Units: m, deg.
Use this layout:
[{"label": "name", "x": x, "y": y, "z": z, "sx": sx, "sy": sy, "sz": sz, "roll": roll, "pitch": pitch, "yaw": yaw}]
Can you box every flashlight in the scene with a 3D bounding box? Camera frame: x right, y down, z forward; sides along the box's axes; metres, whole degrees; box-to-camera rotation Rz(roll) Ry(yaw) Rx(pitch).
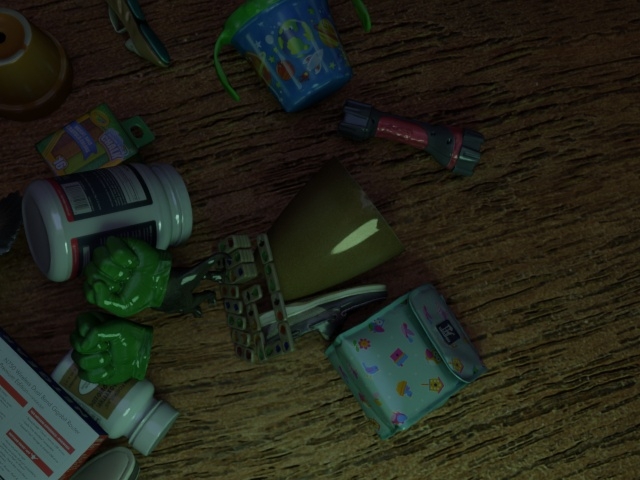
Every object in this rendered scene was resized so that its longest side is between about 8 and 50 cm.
[{"label": "flashlight", "x": 0.189, "y": -0.220, "z": 1.752, "sx": 0.304, "sy": 0.103, "sz": 0.103, "roll": 14, "pitch": 78, "yaw": -2}]

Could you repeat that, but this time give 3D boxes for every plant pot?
[{"label": "plant pot", "x": -0.629, "y": -0.373, "z": 1.681, "sx": 0.205, "sy": 0.188, "sz": 0.205, "roll": 1, "pitch": 76, "yaw": -4}, {"label": "plant pot", "x": 0.000, "y": 0.000, "z": 1.638, "sx": 0.254, "sy": 0.237, "sz": 0.237, "roll": -37, "pitch": 81, "yaw": 4}]

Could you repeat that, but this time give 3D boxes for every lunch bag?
[{"label": "lunch bag", "x": 0.179, "y": 0.227, "z": 1.614, "sx": 0.262, "sy": 0.160, "sz": 0.223, "roll": -28, "pitch": 76, "yaw": -22}]

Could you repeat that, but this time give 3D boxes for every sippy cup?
[{"label": "sippy cup", "x": -0.052, "y": -0.400, "z": 1.727, "sx": 0.305, "sy": 0.240, "sz": 0.224, "roll": -30, "pitch": 91, "yaw": 28}]

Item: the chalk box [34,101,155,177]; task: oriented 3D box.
[{"label": "chalk box", "x": -0.443, "y": -0.180, "z": 1.676, "sx": 0.213, "sy": 0.132, "sz": 0.132, "roll": -36, "pitch": 81, "yaw": -11}]

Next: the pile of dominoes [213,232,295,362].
[{"label": "pile of dominoes", "x": -0.148, "y": 0.116, "z": 1.599, "sx": 0.040, "sy": 0.196, "sz": 0.251, "roll": -4, "pitch": 74, "yaw": -40}]

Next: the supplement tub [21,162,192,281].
[{"label": "supplement tub", "x": -0.400, "y": -0.041, "z": 1.548, "sx": 0.272, "sy": 0.191, "sz": 0.191, "roll": -15, "pitch": 77, "yaw": -33}]

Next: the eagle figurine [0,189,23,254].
[{"label": "eagle figurine", "x": -0.710, "y": 0.036, "z": 1.560, "sx": 0.225, "sy": 0.226, "sz": 0.298, "roll": 29, "pitch": 110, "yaw": 38}]

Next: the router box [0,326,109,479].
[{"label": "router box", "x": -0.600, "y": 0.341, "z": 1.445, "sx": 0.335, "sy": 0.082, "sz": 0.301, "roll": 43, "pitch": 79, "yaw": 7}]

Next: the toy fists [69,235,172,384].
[{"label": "toy fists", "x": -0.360, "y": 0.129, "z": 1.460, "sx": 0.142, "sy": 0.096, "sz": 0.279, "roll": 11, "pitch": 105, "yaw": -18}]

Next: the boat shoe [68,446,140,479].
[{"label": "boat shoe", "x": -0.446, "y": 0.530, "z": 1.520, "sx": 0.116, "sy": 0.097, "sz": 0.324, "roll": 23, "pitch": 67, "yaw": 43}]

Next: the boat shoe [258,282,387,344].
[{"label": "boat shoe", "x": 0.003, "y": 0.156, "z": 1.648, "sx": 0.285, "sy": 0.103, "sz": 0.092, "roll": -16, "pitch": 83, "yaw": -4}]

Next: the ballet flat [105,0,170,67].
[{"label": "ballet flat", "x": -0.403, "y": -0.457, "z": 1.790, "sx": 0.073, "sy": 0.080, "sz": 0.232, "roll": -33, "pitch": 77, "yaw": 17}]

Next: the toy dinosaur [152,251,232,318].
[{"label": "toy dinosaur", "x": -0.281, "y": 0.096, "z": 1.584, "sx": 0.160, "sy": 0.313, "sz": 0.121, "roll": -3, "pitch": 86, "yaw": -44}]

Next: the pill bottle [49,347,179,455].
[{"label": "pill bottle", "x": -0.390, "y": 0.299, "z": 1.562, "sx": 0.229, "sy": 0.131, "sz": 0.131, "roll": 36, "pitch": 76, "yaw": 4}]
